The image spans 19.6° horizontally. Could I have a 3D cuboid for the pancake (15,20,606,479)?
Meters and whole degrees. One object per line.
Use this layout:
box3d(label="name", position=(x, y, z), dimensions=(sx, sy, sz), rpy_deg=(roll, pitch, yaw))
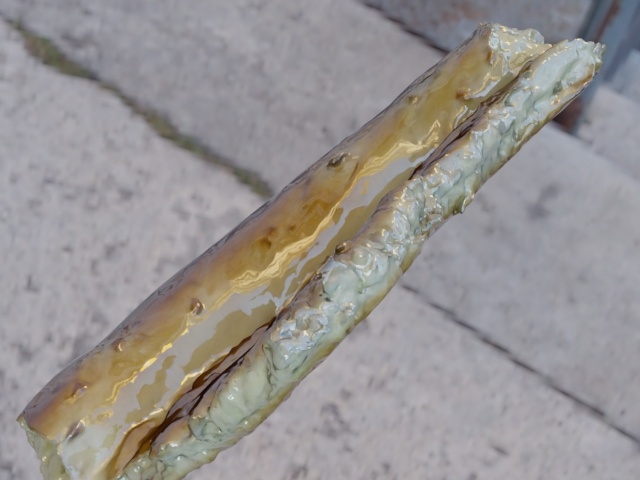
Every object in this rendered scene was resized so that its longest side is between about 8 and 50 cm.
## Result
box3d(label="pancake", position=(0.000, 0.000, 0.617), dimensions=(0.266, 0.244, 0.057), rpy_deg=(-43, 91, -3))
